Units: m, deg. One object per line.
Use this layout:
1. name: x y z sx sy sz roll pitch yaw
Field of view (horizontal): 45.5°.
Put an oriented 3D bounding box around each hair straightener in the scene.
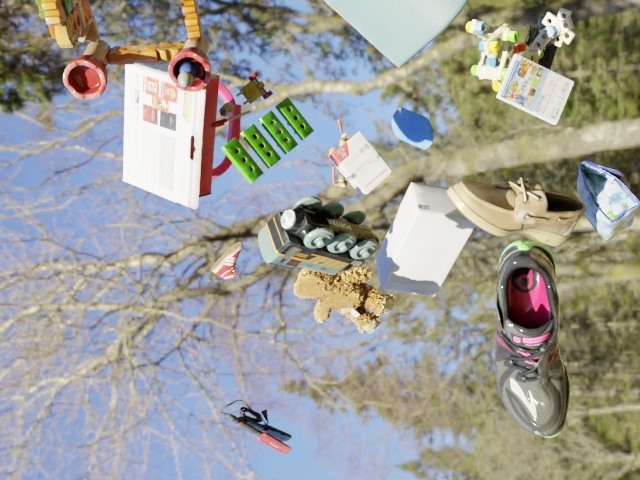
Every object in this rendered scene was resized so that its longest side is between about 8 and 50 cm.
1. hair straightener: -0.177 0.507 2.120 0.230 0.047 0.089 31 -144 -19

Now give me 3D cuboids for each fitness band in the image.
1. fitness band: -0.327 -0.308 2.094 0.054 0.209 0.290 169 107 -72

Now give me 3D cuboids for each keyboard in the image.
1. keyboard: 0.645 -0.582 2.231 0.038 0.100 0.192 96 -167 -63

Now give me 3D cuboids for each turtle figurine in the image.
1. turtle figurine: 0.100 -0.292 2.801 0.087 0.217 0.269 -21 -52 -38

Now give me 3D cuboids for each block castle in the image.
1. block castle: -0.382 -0.499 1.441 0.212 0.303 0.453 -93 -2 -53

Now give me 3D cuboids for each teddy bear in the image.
1. teddy bear: 0.078 0.175 2.495 0.113 0.338 0.245 -82 8 -56

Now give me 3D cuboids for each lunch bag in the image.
1. lunch bag: 0.621 -0.094 1.683 0.151 0.096 0.129 55 179 25

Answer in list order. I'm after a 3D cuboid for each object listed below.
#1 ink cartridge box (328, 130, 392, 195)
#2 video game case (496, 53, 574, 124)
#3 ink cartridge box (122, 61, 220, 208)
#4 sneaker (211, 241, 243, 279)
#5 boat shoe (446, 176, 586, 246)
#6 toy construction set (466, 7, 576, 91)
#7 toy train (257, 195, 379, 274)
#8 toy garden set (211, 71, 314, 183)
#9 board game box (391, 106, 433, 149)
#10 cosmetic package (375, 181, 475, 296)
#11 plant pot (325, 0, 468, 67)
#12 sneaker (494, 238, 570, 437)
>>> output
1. ink cartridge box: 0.103 -0.197 1.973 0.135 0.099 0.056 50 169 -7
2. video game case: 0.389 -0.274 1.384 0.011 0.122 0.087 180 113 -82
3. ink cartridge box: -0.347 -0.263 1.877 0.130 0.272 0.309 -23 -52 -50
4. sneaker: -0.245 0.061 2.158 0.067 0.118 0.042 41 -169 -26
5. boat shoe: 0.397 -0.078 1.537 0.341 0.110 0.121 10 -142 -37
6. toy construction set: 0.541 -0.524 2.090 0.328 0.151 0.215 -19 -63 -22
7. toy train: 0.000 0.000 1.943 0.334 0.190 0.142 14 -134 -47
8. toy garden set: -0.161 -0.276 1.850 0.203 0.049 0.244 51 -125 -8
9. board game box: 0.326 -0.395 2.641 0.033 0.169 0.133 -43 -32 -36
10. cosmetic package: 0.347 0.003 2.568 0.156 0.217 0.385 -98 23 -46
11. plant pot: 0.175 -0.550 1.506 0.248 0.252 0.247 32 -134 -36
12. sneaker: 0.490 0.242 1.829 0.202 0.185 0.482 -16 -83 -68
